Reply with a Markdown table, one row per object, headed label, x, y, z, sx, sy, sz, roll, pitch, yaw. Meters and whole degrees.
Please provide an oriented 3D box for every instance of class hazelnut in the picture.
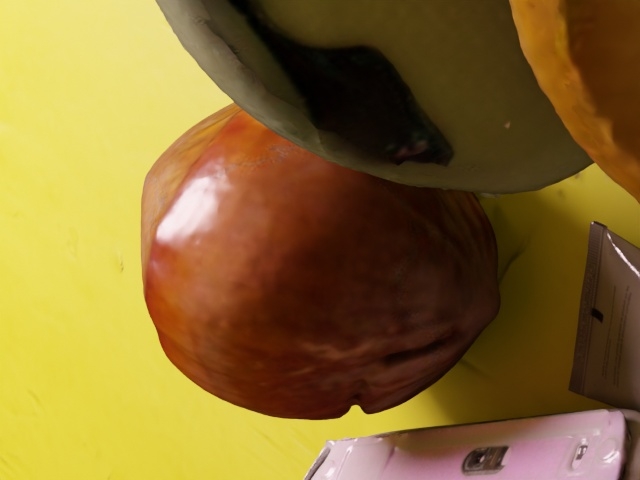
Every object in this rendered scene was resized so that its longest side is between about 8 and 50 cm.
| label | x | y | z | sx | sy | sz | roll | pitch | yaw |
| --- | --- | --- | --- | --- | --- | --- | --- | --- | --- |
| hazelnut | 0.000 | 0.000 | 0.779 | 0.182 | 0.182 | 0.182 | 7 | 99 | 46 |

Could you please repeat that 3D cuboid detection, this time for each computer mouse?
| label | x | y | z | sx | sy | sz | roll | pitch | yaw |
| --- | --- | --- | --- | --- | --- | --- | --- | --- | --- |
| computer mouse | 0.067 | 0.139 | 0.754 | 0.245 | 0.056 | 0.126 | -18 | 43 | 53 |

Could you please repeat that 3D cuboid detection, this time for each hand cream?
| label | x | y | z | sx | sy | sz | roll | pitch | yaw |
| --- | --- | --- | --- | --- | --- | --- | --- | --- | --- |
| hand cream | 0.178 | 0.059 | 0.680 | 0.186 | 0.054 | 0.087 | 28 | 120 | 48 |

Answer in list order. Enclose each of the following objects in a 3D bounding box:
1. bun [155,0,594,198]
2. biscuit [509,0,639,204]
| label | x | y | z | sx | sy | sz | roll | pitch | yaw |
| --- | --- | --- | --- | --- | --- | --- | --- | --- | --- |
| bun | 0.057 | -0.176 | 0.669 | 0.187 | 0.293 | 0.293 | -101 | 26 | -64 |
| biscuit | 0.196 | -0.097 | 0.503 | 0.296 | 0.102 | 0.296 | 12 | 132 | 14 |
